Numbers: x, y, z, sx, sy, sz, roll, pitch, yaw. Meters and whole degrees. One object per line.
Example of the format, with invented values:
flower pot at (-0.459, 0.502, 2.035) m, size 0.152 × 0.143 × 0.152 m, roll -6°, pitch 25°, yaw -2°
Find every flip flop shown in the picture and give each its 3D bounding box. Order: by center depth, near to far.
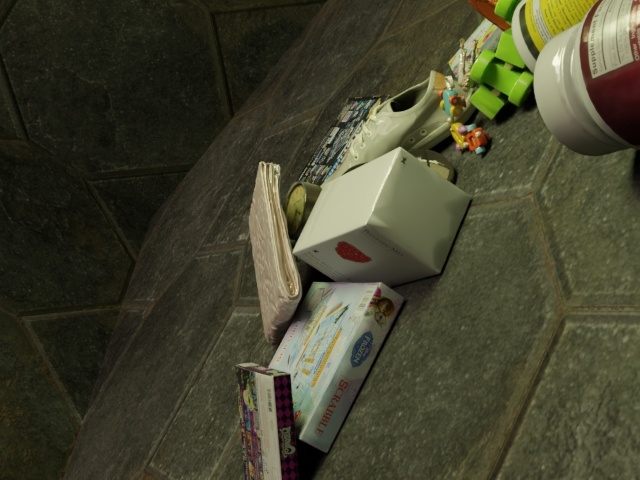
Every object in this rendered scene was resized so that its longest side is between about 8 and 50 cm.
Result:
flip flop at (0.155, -0.113, 1.966) m, size 0.277 × 0.080 × 0.112 m, roll -8°, pitch 44°, yaw 37°

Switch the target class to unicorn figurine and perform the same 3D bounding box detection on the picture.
unicorn figurine at (0.294, -0.337, 1.905) m, size 0.162 × 0.060 × 0.111 m, roll -48°, pitch -36°, yaw -53°

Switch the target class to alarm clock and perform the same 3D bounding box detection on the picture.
alarm clock at (-0.036, -0.043, 2.083) m, size 0.129 × 0.064 × 0.191 m, roll -33°, pitch 47°, yaw 59°

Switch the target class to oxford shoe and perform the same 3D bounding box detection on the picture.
oxford shoe at (0.132, -0.213, 2.079) m, size 0.449 × 0.130 × 0.169 m, roll -37°, pitch 21°, yaw 29°

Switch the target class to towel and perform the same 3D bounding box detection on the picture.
towel at (-0.101, 0.036, 2.088) m, size 0.332 × 0.054 × 0.316 m, roll 110°, pitch 153°, yaw -67°

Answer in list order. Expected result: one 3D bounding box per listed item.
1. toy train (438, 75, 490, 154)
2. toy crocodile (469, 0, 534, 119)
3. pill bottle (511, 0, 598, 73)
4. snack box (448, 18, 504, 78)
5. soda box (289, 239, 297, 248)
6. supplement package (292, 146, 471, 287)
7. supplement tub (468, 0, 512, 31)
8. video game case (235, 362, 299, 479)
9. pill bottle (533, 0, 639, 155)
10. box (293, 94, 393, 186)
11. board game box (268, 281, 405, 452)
toy train at (0.285, -0.239, 1.880) m, size 0.046 × 0.166 × 0.125 m, roll -18°, pitch -11°, yaw -12°
toy crocodile at (0.367, -0.363, 1.767) m, size 0.105 × 0.115 × 0.340 m, roll -38°, pitch -25°, yaw -47°
pill bottle at (0.467, -0.381, 1.487) m, size 0.334 × 0.188 × 0.187 m, roll -36°, pitch 27°, yaw 54°
snack box at (0.344, -0.418, 2.113) m, size 0.141 × 0.037 × 0.100 m, roll -49°, pitch 18°, yaw 21°
soda box at (0.000, 0.000, 2.189) m, size 0.091 × 0.098 × 0.286 m, roll -58°, pitch 18°, yaw -4°
supplement package at (0.110, -0.028, 1.836) m, size 0.293 × 0.178 × 0.175 m, roll -23°, pitch 38°, yaw 60°
supplement tub at (0.440, -0.567, 1.853) m, size 0.338 × 0.207 × 0.207 m, roll -55°, pitch 19°, yaw 4°
video game case at (-0.098, 0.347, 1.763) m, size 0.210 × 0.042 × 0.231 m, roll 174°, pitch 91°, yaw -67°
pill bottle at (0.467, -0.240, 1.222) m, size 0.392 × 0.224 × 0.224 m, roll -18°, pitch 42°, yaw 62°
box at (0.067, -0.228, 2.441) m, size 0.295 × 0.073 × 0.293 m, roll -58°, pitch 19°, yaw -5°
board game box at (-0.001, 0.231, 1.862) m, size 0.318 × 0.066 × 0.318 m, roll -61°, pitch 19°, yaw -13°
